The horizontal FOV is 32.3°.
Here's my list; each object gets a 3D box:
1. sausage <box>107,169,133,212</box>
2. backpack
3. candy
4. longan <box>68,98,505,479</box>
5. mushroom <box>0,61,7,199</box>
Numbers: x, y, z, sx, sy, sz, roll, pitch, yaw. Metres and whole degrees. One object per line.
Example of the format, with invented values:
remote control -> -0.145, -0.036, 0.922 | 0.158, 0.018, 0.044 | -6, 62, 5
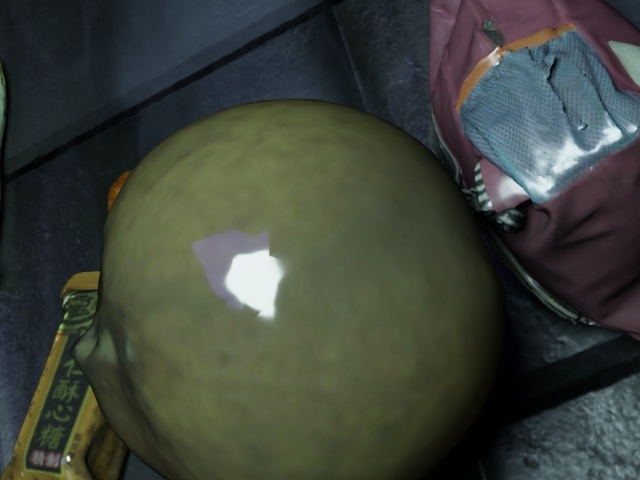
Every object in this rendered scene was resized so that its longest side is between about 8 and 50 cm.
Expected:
sausage -> -0.103, 0.000, 1.112 | 0.302, 0.076, 0.103 | 36, 86, 35
backpack -> 0.184, -0.092, 0.884 | 0.197, 0.283, 0.317 | -36, 48, 10
candy -> -0.233, 0.145, 1.117 | 0.143, 0.101, 0.271 | 4, 66, 21
longan -> -0.025, 0.051, 0.788 | 0.319, 0.319, 0.319 | -10, 66, 25
mushroom -> -0.427, -0.073, 1.317 | 0.107, 0.087, 0.333 | -16, 60, 18
